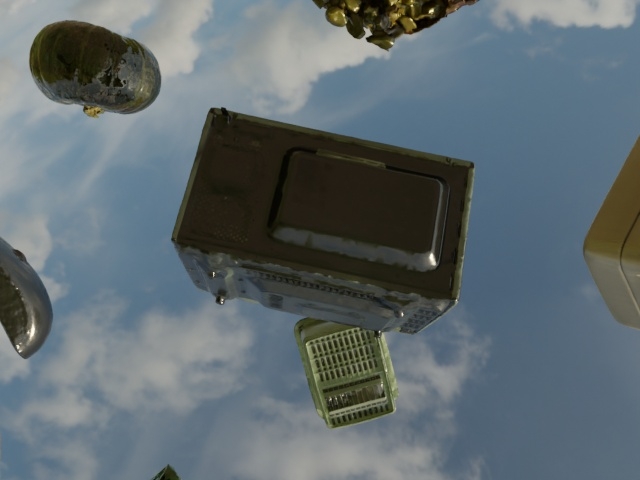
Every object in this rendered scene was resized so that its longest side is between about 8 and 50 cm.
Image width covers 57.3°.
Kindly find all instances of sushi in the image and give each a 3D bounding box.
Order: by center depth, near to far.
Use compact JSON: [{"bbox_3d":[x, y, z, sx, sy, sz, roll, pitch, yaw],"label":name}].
[{"bbox_3d":[0.100,-0.400,0.894,0.166,0.296,0.179,-57,-159,30],"label":"sushi"}]

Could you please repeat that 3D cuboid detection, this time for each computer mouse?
[{"bbox_3d":[-0.631,0.111,1.225,0.100,0.269,0.170,-25,-160,-23],"label":"computer mouse"}]

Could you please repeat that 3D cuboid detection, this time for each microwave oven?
[{"bbox_3d":[0.000,0.000,0.825,0.355,0.286,0.218,12,-107,-1],"label":"microwave oven"}]

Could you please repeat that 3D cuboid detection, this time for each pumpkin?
[{"bbox_3d":[-0.394,-0.296,1.033,0.224,0.224,0.157,19,-79,42],"label":"pumpkin"}]

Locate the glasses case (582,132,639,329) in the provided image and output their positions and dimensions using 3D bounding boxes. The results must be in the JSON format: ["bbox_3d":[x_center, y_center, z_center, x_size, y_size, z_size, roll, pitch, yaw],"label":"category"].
[{"bbox_3d":[0.378,-0.075,0.578,0.076,0.144,0.336,14,-116,50],"label":"glasses case"}]

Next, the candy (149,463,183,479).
[{"bbox_3d":[-0.236,0.470,0.975,0.203,0.078,0.141,20,-114,33],"label":"candy"}]

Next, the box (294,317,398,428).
[{"bbox_3d":[0.068,0.313,1.476,0.221,0.290,0.166,-14,-168,1],"label":"box"}]
